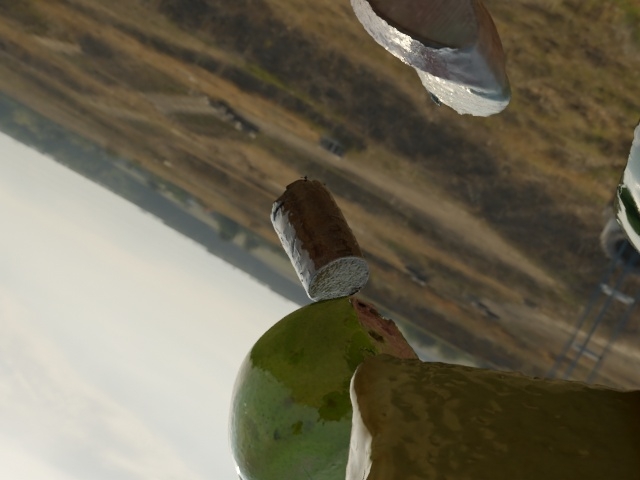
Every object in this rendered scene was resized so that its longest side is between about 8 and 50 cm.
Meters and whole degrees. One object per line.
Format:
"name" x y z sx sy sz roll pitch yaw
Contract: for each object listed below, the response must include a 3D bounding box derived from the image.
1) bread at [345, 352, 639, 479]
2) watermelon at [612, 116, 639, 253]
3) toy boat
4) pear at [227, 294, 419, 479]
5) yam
"bread" 0.115 0.166 0.268 0.233 0.244 0.361 8 174 0
"watermelon" 0.279 -0.042 0.414 0.331 0.189 0.330 2 147 1
"toy boat" 0.114 -0.179 0.997 0.206 0.096 0.282 46 177 18
"pear" -0.004 0.167 0.980 0.187 0.219 0.187 43 -170 -9
"yam" -0.002 0.001 1.098 0.079 0.079 0.141 30 -159 -40
